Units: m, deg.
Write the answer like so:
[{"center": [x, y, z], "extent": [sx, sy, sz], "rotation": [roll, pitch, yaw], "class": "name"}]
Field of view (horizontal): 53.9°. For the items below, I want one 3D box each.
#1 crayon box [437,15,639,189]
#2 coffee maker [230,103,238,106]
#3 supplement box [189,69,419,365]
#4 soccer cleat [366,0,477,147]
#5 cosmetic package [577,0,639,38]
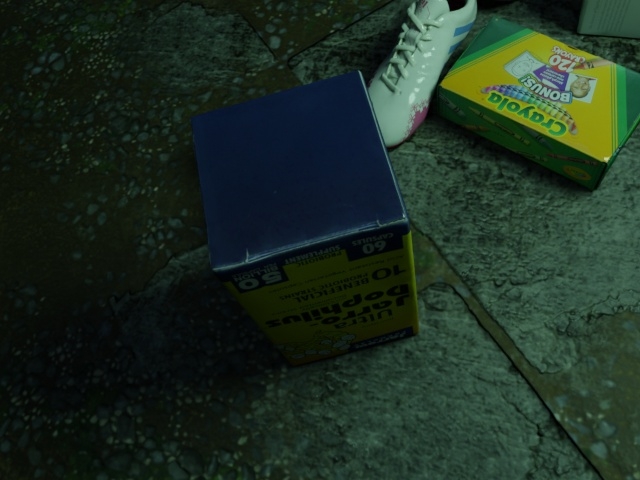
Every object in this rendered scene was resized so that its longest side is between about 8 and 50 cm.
[{"center": [0.342, -0.217, 0.971], "extent": [0.279, 0.081, 0.165], "rotation": [32, 74, 22], "class": "crayon box"}, {"center": [-0.058, -0.126, 0.982], "extent": [0.171, 0.120, 0.178], "rotation": [-19, 63, 0], "class": "coffee maker"}, {"center": [0.000, 0.000, 0.776], "extent": [0.194, 0.356, 0.195], "rotation": [-15, 63, 4], "class": "supplement box"}, {"center": [0.151, -0.307, 1.015], "extent": [0.116, 0.143, 0.331], "rotation": [24, 71, 20], "class": "soccer cleat"}, {"center": [0.534, -0.431, 0.957], "extent": [0.225, 0.224, 0.138], "rotation": [10, 68, 15], "class": "cosmetic package"}]
